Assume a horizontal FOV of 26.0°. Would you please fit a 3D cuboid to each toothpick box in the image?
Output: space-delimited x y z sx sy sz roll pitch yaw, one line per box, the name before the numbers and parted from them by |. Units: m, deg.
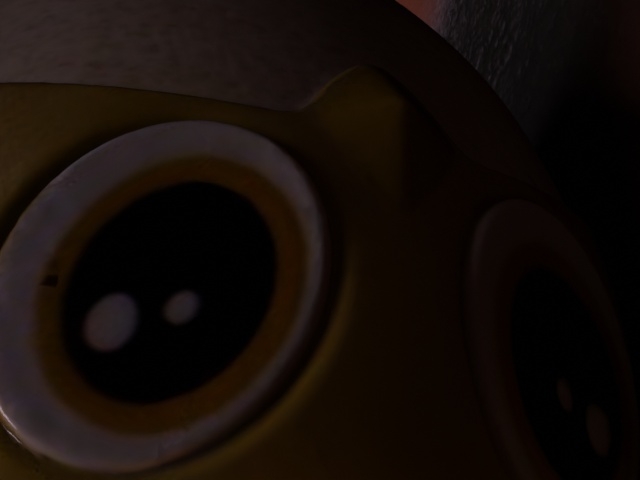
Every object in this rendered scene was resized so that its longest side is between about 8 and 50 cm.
toothpick box | -0.054 0.081 0.642 0.425 0.409 0.409 -106 30 -51
